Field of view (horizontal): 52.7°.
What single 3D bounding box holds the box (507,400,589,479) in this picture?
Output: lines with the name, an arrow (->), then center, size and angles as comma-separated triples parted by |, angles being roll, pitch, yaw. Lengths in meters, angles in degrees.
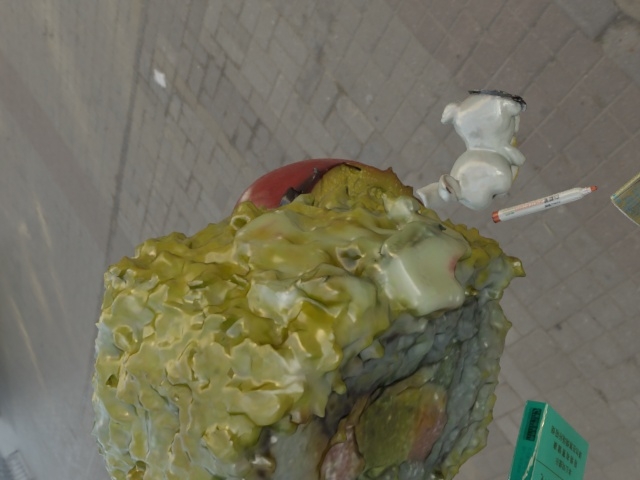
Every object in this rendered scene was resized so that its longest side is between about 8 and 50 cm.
box -> 0.317, 0.366, 0.919 | 0.042, 0.227, 0.161 | -6, 143, 45

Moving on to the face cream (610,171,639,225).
face cream -> 0.966, -0.166, 1.796 | 0.139, 0.067, 0.285 | 39, 129, -1

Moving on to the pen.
pen -> 0.436, -0.072, 1.270 | 0.218, 0.026, 0.026 | -18, 97, 43

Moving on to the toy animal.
toy animal -> 0.385, -0.203, 1.573 | 0.183, 0.247, 0.310 | -146, 70, -68

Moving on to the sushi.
sushi -> -0.002, 0.121, 0.605 | 0.240, 0.396, 0.352 | 27, 122, 37

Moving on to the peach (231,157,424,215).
peach -> 0.000, 0.000, 0.978 | 0.201, 0.361, 0.258 | 2, 108, 43
